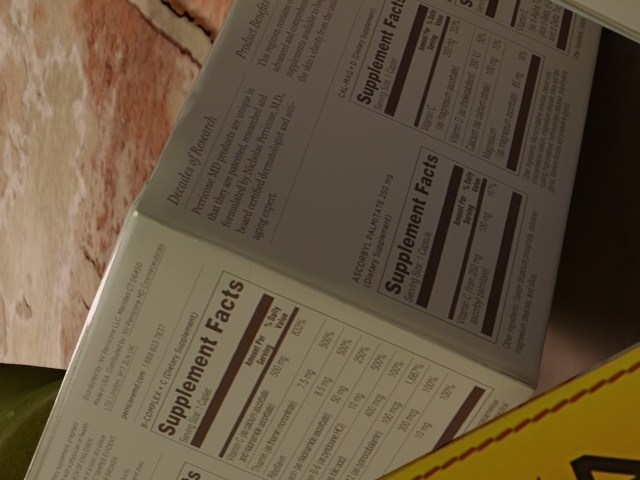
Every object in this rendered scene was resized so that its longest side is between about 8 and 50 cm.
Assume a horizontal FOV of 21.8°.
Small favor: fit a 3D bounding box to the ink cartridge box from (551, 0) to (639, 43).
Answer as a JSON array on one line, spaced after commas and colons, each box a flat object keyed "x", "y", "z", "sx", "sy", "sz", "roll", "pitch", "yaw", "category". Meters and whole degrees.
[{"x": 0.115, "y": -0.244, "z": 0.447, "sx": 0.223, "sy": 0.129, "sz": 0.307, "roll": 130, "pitch": 158, "yaw": -51, "category": "ink cartridge box"}]

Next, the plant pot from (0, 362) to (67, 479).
[{"x": -0.203, "y": 0.227, "z": 1.050, "sx": 0.353, "sy": 0.366, "sz": 0.366, "roll": -20, "pitch": 75, "yaw": 48, "category": "plant pot"}]

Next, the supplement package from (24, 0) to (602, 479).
[{"x": 0.000, "y": 0.000, "z": 0.680, "sx": 0.262, "sy": 0.145, "sz": 0.204, "roll": -70, "pitch": 5, "yaw": -47, "category": "supplement package"}]

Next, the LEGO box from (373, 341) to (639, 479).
[{"x": 0.155, "y": 0.272, "z": 0.324, "sx": 0.372, "sy": 0.193, "sz": 0.500, "roll": -31, "pitch": 60, "yaw": 17, "category": "LEGO box"}]
